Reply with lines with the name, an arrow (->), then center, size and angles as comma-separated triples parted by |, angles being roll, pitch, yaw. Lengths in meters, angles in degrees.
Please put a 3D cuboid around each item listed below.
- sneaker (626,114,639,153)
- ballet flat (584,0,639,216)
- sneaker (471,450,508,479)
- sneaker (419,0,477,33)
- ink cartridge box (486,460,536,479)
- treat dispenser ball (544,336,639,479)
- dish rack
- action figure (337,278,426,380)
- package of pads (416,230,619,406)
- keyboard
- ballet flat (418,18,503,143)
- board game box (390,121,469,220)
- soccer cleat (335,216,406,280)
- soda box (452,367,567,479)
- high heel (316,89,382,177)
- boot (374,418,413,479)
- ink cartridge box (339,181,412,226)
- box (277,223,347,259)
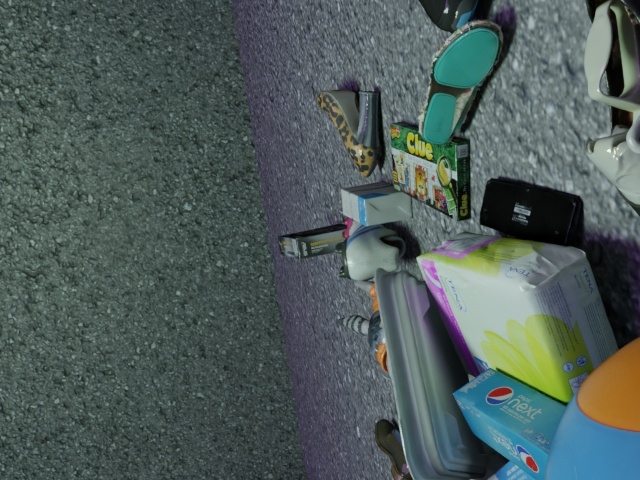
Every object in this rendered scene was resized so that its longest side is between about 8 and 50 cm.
sneaker -> 0.322, -0.114, 0.466 | 0.191, 0.083, 0.071 | -39, 75, 43
ballet flat -> 0.303, -0.123, 0.601 | 0.095, 0.096, 0.280 | 179, 80, -76
sneaker -> 0.270, 0.429, 1.153 | 0.305, 0.114, 0.152 | 118, 150, -59
sneaker -> 0.126, -0.438, 0.940 | 0.125, 0.140, 0.340 | 107, 147, -57
ink cartridge box -> 0.344, 0.428, 0.787 | 0.223, 0.129, 0.307 | 101, 153, -54
treat dispenser ball -> 0.310, 0.196, 0.435 | 0.288, 0.288, 0.287 | 169, 90, -75
dish rack -> 0.188, 0.214, 0.974 | 0.285, 0.072, 0.332 | 35, -140, -54
action figure -> 0.150, 0.238, 1.292 | 0.330, 0.179, 0.341 | -124, 28, -78
package of pads -> 0.261, 0.106, 0.830 | 0.229, 0.101, 0.296 | 66, 167, -13
keyboard -> 0.291, -0.026, 0.862 | 0.192, 0.038, 0.100 | -145, 64, -66
ballet flat -> 0.202, -0.246, 0.930 | 0.241, 0.091, 0.077 | 111, 176, -56
board game box -> 0.194, -0.133, 1.129 | 0.260, 0.030, 0.136 | -137, 41, -65
soccer cleat -> 0.119, 0.014, 1.380 | 0.331, 0.143, 0.115 | -68, -28, -73
soda box -> 0.248, 0.225, 0.738 | 0.071, 0.067, 0.210 | 62, 168, -13
high heel -> 0.053, -0.250, 1.422 | 0.261, 0.093, 0.186 | 28, 122, 60
boot -> 0.200, 0.489, 1.520 | 0.219, 0.082, 0.106 | -120, 46, -61
ink cartridge box -> 0.110, -0.083, 1.324 | 0.180, 0.104, 0.060 | -144, 45, -68
box -> 0.000, 0.000, 1.639 | 0.231, 0.183, 0.056 | -171, 69, -75
